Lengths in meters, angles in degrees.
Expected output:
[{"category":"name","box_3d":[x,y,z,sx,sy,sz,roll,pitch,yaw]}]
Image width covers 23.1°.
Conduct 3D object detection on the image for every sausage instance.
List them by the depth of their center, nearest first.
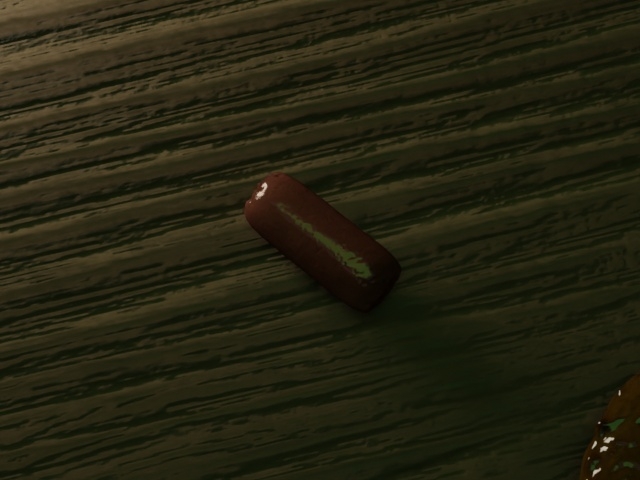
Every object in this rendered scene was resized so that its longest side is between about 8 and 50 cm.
[{"category":"sausage","box_3d":[0.000,0.000,1.402,0.154,0.062,0.062,39,78,13]}]

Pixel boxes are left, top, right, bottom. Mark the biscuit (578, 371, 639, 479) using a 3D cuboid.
[{"category":"biscuit","box_3d":[0.348,0.227,1.284,0.296,0.075,0.296,3,68,-8]}]
